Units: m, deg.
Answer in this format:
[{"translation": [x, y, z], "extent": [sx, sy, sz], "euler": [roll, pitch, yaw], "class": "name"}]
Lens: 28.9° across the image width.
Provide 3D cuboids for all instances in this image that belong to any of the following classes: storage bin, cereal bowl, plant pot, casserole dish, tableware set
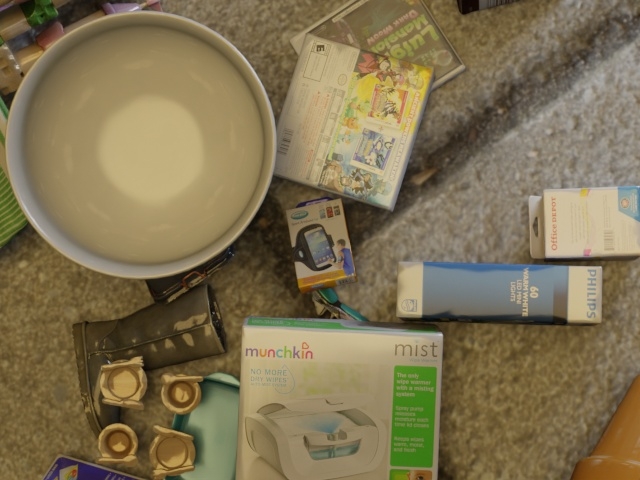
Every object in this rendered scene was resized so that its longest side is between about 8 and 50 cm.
[{"translation": [-0.200, 0.013, 1.704], "extent": [0.135, 0.091, 0.098], "euler": [-34, 41, 4], "class": "storage bin"}, {"translation": [-0.224, -0.121, 1.599], "extent": [0.339, 0.141, 0.339], "euler": [0, 94, -1], "class": "cereal bowl"}, {"translation": [0.434, 0.277, 1.567], "extent": [0.205, 0.205, 0.188], "euler": [20, 73, 9], "class": "plant pot"}, {"translation": [-0.150, 0.274, 1.717], "extent": [0.114, 0.037, 0.188], "euler": [14, 89, 8], "class": "casserole dish"}, {"translation": [-0.235, 0.242, 1.688], "extent": [0.141, 0.020, 0.169], "euler": [5, 92, -2], "class": "tableware set"}]

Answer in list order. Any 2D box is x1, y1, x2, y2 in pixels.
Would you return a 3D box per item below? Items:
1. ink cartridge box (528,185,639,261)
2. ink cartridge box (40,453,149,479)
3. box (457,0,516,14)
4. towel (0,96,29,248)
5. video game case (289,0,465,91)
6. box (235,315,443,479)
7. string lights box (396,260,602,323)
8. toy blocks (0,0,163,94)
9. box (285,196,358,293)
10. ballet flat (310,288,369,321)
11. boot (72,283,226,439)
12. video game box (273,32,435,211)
[{"translation": [0.349, -0.020, 1.649], "extent": [0.143, 0.090, 0.092], "euler": [-1, 84, 9], "class": "ink cartridge box"}, {"translation": [-0.308, 0.396, 1.655], "extent": [0.208, 0.045, 0.206], "euler": [11, 42, 18], "class": "ink cartridge box"}, {"translation": [0.245, -0.436, 1.663], "extent": [0.168, 0.167, 0.203], "euler": [-13, 83, 7], "class": "box"}, {"translation": [-0.539, -0.071, 1.756], "extent": [0.325, 0.038, 0.248], "euler": [-36, 81, 24], "class": "towel"}, {"translation": [0.079, -0.262, 1.744], "extent": [0.190, 0.022, 0.173], "euler": [-32, 82, 4], "class": "video game case"}, {"translation": [0.024, 0.221, 1.631], "extent": [0.262, 0.127, 0.231], "euler": [3, 93, 0], "class": "box"}, {"translation": [0.234, 0.071, 1.635], "extent": [0.259, 0.133, 0.077], "euler": [1, 84, 9], "class": "string lights box"}, {"translation": [-0.378, -0.359, 1.687], "extent": [0.260, 0.288, 0.309], "euler": [-31, 53, -7], "class": "toy blocks"}, {"translation": [0.000, 0.000, 1.712], "extent": [0.081, 0.028, 0.136], "euler": [-13, 67, 4], "class": "box"}, {"translation": [0.017, 0.096, 1.713], "extent": [0.114, 0.041, 0.041], "euler": [40, 91, 10], "class": "ballet flat"}, {"translation": [-0.232, 0.172, 1.732], "extent": [0.208, 0.076, 0.190], "euler": [-11, 85, 0], "class": "boot"}, {"translation": [0.041, -0.163, 1.707], "extent": [0.187, 0.048, 0.205], "euler": [17, 88, 12], "class": "video game box"}]
